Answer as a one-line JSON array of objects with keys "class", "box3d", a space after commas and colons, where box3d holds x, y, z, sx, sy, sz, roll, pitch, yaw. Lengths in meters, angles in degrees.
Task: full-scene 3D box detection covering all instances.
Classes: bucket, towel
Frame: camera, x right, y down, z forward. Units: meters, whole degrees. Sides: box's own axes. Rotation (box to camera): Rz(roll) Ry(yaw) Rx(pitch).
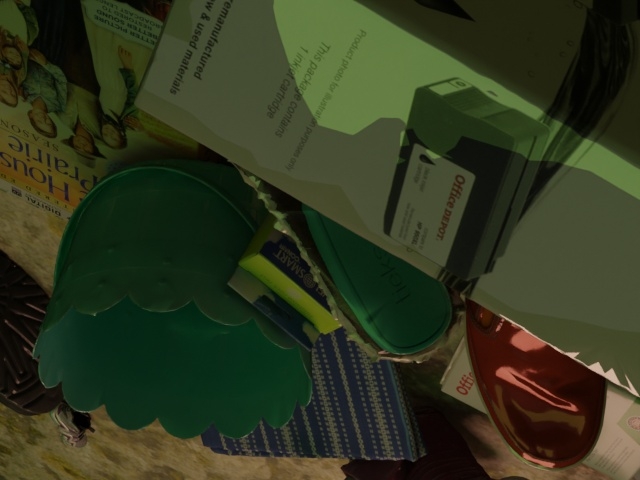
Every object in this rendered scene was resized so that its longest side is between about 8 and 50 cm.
[{"class": "bucket", "box3d": [-0.135, 0.059, 1.340, 0.281, 0.183, 0.281, 4, 146, 3]}, {"class": "towel", "box3d": [-0.041, 0.133, 1.523, 0.336, 0.040, 0.243, -5, 106, 41]}]

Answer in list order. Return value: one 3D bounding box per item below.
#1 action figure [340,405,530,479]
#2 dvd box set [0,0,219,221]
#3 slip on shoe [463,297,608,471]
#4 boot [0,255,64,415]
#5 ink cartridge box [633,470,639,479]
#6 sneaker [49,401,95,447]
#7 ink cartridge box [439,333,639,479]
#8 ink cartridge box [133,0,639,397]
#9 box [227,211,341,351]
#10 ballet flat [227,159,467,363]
[{"class": "action figure", "box3d": [0.141, 0.280, 1.492, 0.248, 0.275, 0.370, 12, -151, -41]}, {"class": "dvd box set", "box3d": [-0.244, -0.155, 1.339, 0.308, 0.062, 0.420, 25, 147, 7]}, {"class": "slip on shoe", "box3d": [0.180, 0.054, 1.132, 0.123, 0.101, 0.331, -5, 111, 6]}, {"class": "boot", "box3d": [-0.588, 0.103, 1.879, 0.445, 0.146, 0.367, -12, 119, 42]}, {"class": "ink cartridge box", "box3d": [0.444, 0.303, 1.284, 0.324, 0.071, 0.330, 49, 154, 19]}, {"class": "sneaker", "box3d": [-0.368, 0.289, 2.064, 0.069, 0.038, 0.098, 6, 141, 34]}, {"class": "ink cartridge box", "box3d": [0.239, 0.127, 1.314, 0.212, 0.093, 0.154, 25, 147, 6]}, {"class": "ink cartridge box", "box3d": [0.128, -0.117, 0.874, 0.395, 0.285, 0.166, 30, 134, -1]}, {"class": "box", "box3d": [0.000, 0.000, 1.249, 0.109, 0.178, 0.042, 40, 145, -16]}, {"class": "ballet flat", "box3d": [-0.007, -0.079, 1.156, 0.147, 0.147, 0.409, -12, 107, 47]}]
